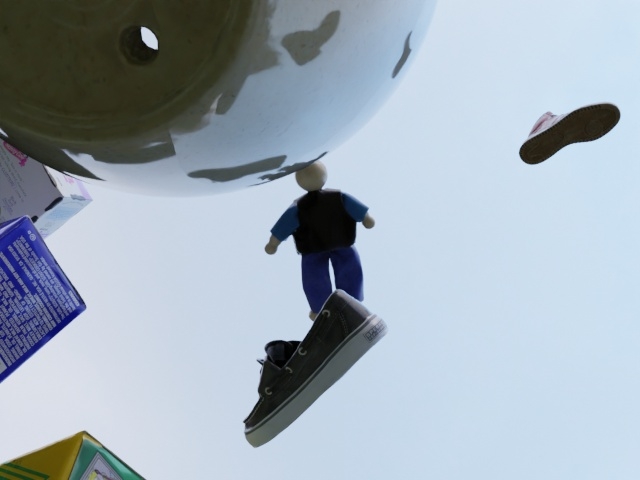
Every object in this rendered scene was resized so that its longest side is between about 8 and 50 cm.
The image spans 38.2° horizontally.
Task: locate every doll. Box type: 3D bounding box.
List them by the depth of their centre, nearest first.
[{"bbox_3d":[0.000,0.000,1.046,0.129,0.046,0.188,-10,-72,-4],"label":"doll"}]

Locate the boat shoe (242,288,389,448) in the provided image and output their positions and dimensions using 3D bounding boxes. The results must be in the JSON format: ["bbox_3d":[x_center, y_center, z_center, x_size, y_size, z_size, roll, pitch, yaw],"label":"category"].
[{"bbox_3d":[-0.025,0.127,0.925,0.076,0.080,0.228,46,-49,5],"label":"boat shoe"}]

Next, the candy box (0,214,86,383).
[{"bbox_3d":[-0.421,0.125,0.859,0.268,0.317,0.122,-12,-65,42],"label":"candy box"}]

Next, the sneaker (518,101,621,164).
[{"bbox_3d":[0.280,-0.129,1.034,0.119,0.067,0.042,-25,-76,31],"label":"sneaker"}]

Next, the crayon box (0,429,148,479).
[{"bbox_3d":[-0.251,0.380,0.981,0.313,0.106,0.363,-25,-56,24],"label":"crayon box"}]

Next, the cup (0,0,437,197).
[{"bbox_3d":[-0.095,-0.158,0.505,0.331,0.237,0.330,2,-70,6],"label":"cup"}]

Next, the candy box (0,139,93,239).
[{"bbox_3d":[-0.405,-0.060,1.136,0.196,0.070,0.164,-36,-102,14],"label":"candy box"}]
